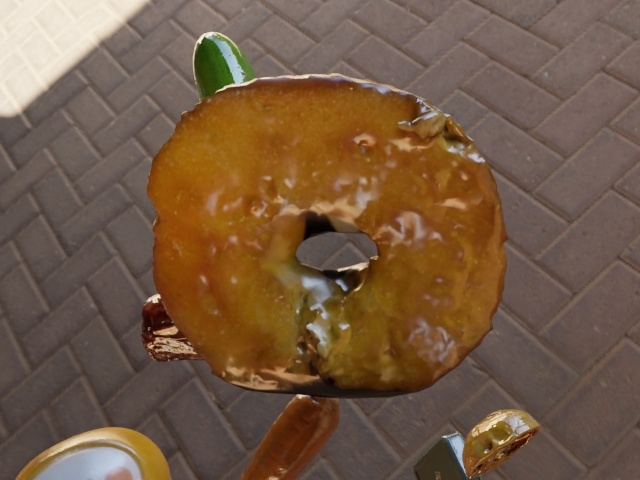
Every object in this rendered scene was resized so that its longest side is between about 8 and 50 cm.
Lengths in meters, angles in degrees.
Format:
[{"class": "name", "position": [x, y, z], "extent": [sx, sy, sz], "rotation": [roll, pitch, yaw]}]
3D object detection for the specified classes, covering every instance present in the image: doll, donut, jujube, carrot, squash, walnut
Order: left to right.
[{"class": "doll", "position": [-0.288, 0.371, 0.865], "extent": [0.213, 0.213, 0.236], "rotation": [-25, 82, 12]}, {"class": "jujube", "position": [-0.177, 0.140, 1.276], "extent": [0.342, 0.216, 0.216], "rotation": [-16, 54, 3]}, {"class": "squash", "position": [-0.100, -0.128, 0.846], "extent": [0.082, 0.082, 0.293], "rotation": [-15, 89, 20]}, {"class": "carrot", "position": [-0.053, 0.213, 0.566], "extent": [0.048, 0.048, 0.216], "rotation": [40, 97, 39]}, {"class": "donut", "position": [0.003, -0.001, 0.469], "extent": [0.253, 0.254, 0.118], "rotation": [-25, 14, 12]}, {"class": "walnut", "position": [0.230, 0.260, 0.872], "extent": [0.121, 0.091, 0.052], "rotation": [-43, 54, 16]}]

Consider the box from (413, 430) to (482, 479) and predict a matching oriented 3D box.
[{"class": "box", "position": [0.189, 0.354, 1.001], "extent": [0.031, 0.126, 0.091], "rotation": [-2, 51, -27]}]

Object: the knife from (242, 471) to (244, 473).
[{"class": "knife", "position": [-0.089, 0.476, 0.806], "extent": [0.043, 0.089, 0.365], "rotation": [8, 78, -15]}]
